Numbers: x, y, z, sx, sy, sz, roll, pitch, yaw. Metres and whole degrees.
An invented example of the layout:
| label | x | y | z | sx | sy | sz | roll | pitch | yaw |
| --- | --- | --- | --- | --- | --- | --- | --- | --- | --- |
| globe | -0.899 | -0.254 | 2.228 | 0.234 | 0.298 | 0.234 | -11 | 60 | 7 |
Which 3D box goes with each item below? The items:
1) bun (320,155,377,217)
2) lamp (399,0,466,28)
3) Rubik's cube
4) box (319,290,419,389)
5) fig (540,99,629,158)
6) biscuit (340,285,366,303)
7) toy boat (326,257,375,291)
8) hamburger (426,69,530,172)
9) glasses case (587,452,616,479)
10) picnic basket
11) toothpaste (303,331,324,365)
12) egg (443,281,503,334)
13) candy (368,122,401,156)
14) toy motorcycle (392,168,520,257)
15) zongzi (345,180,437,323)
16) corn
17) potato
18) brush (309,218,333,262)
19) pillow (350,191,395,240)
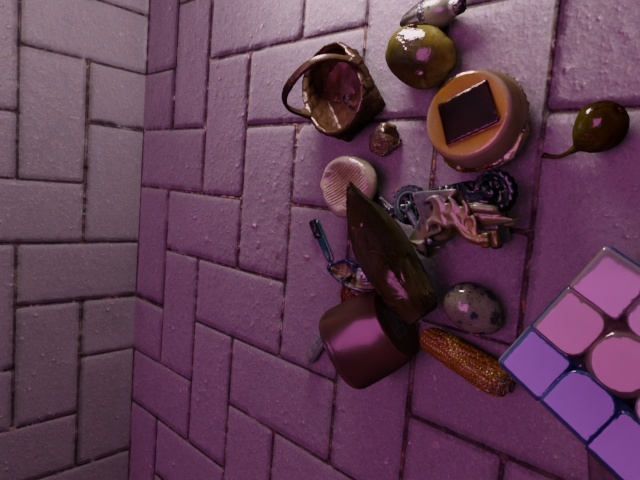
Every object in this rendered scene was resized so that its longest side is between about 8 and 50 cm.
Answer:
| label | x | y | z | sx | sy | sz | roll | pitch | yaw |
| --- | --- | --- | --- | --- | --- | --- | --- | --- | --- |
| bun | 0.111 | -0.196 | 1.780 | 0.231 | 0.133 | 0.231 | 4 | 97 | 36 |
| lamp | 0.346 | -0.709 | 1.567 | 0.250 | 0.101 | 0.101 | 9 | 97 | 48 |
| Rubik's cube | 0.663 | 0.261 | 1.077 | 0.344 | 0.346 | 0.347 | 45 | 107 | 33 |
| box | 0.171 | 0.314 | 1.644 | 0.216 | 0.301 | 0.301 | -32 | 69 | 29 |
| fig | 0.664 | -0.259 | 1.279 | 0.236 | 0.124 | 0.124 | -42 | 62 | 53 |
| biscuit | 0.145 | 0.211 | 1.830 | 0.187 | 0.027 | 0.188 | 0 | 90 | 43 |
| toy boat | 0.134 | 0.119 | 1.748 | 0.262 | 0.115 | 0.114 | 8 | 82 | 42 |
| hamburger | 0.448 | -0.341 | 1.433 | 0.302 | 0.170 | 0.302 | -4 | 84 | 42 |
| glasses case | 0.731 | 0.547 | 1.253 | 0.114 | 0.060 | 0.299 | -5 | 87 | 43 |
| picnic basket | 0.018 | -0.531 | 1.738 | 0.293 | 0.337 | 0.337 | -40 | 64 | 37 |
| toothpaste | 0.002 | 0.394 | 1.958 | 0.268 | 0.047 | 0.069 | -60 | 35 | 24 |
| egg | 0.449 | 0.200 | 1.463 | 0.181 | 0.141 | 0.141 | 35 | 116 | 17 |
| candy | 0.218 | -0.347 | 1.719 | 0.110 | 0.085 | 0.095 | -27 | 64 | 52 |
| toy motorcycle | 0.392 | -0.072 | 1.484 | 0.410 | 0.168 | 0.237 | -8 | 96 | 48 |
| zongzi | 0.201 | 0.049 | 1.476 | 0.174 | 0.393 | 0.356 | -30 | 58 | 2 |
| corn | 0.438 | 0.360 | 1.500 | 0.317 | 0.115 | 0.115 | 31 | 112 | 42 |
| potato | 0.310 | -0.578 | 1.568 | 0.228 | 0.148 | 0.197 | 52 | 129 | 19 |
| brush | 0.000 | 0.000 | 1.961 | 0.043 | 0.032 | 0.193 | -38 | 64 | 37 |
| pillow | 0.191 | -0.048 | 1.760 | 0.141 | 0.055 | 0.208 | 46 | 120 | 40 |
